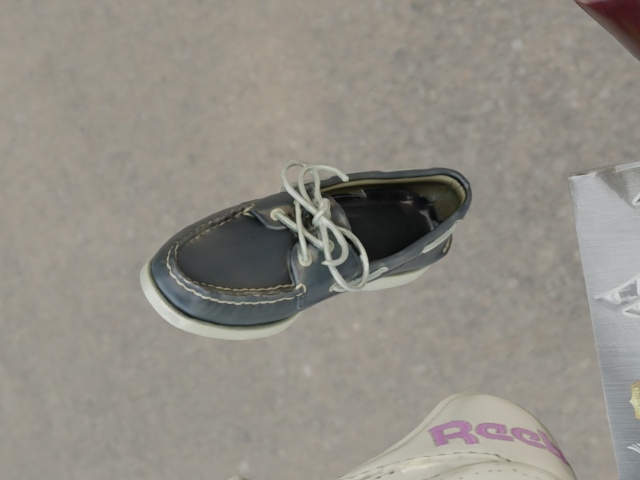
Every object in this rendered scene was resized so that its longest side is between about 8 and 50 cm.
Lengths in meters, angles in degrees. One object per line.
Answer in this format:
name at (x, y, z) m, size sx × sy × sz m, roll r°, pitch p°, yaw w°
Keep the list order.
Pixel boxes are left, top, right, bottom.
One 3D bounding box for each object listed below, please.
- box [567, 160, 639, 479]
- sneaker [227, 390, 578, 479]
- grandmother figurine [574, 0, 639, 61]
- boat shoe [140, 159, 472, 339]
box at (0.247, 0.060, 0.887) m, size 0.183 × 0.056 × 0.231 m, roll -7°, pitch 94°, yaw 45°
sneaker at (-0.034, 0.156, 0.395) m, size 0.114 × 0.152 × 0.305 m, roll 37°, pitch 119°, yaw -25°
grandmother figurine at (0.144, -0.087, 0.333) m, size 0.104 × 0.208 × 0.342 m, roll -90°, pitch -4°, yaw -51°
boat shoe at (0.000, 0.000, 0.999) m, size 0.079 × 0.254 × 0.095 m, roll -49°, pitch 60°, yaw 41°
